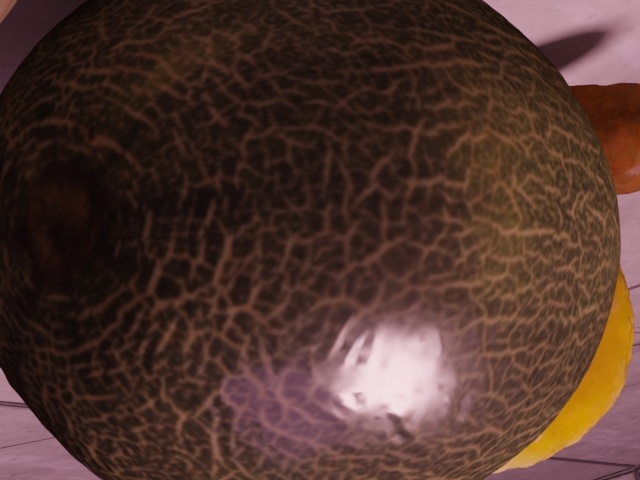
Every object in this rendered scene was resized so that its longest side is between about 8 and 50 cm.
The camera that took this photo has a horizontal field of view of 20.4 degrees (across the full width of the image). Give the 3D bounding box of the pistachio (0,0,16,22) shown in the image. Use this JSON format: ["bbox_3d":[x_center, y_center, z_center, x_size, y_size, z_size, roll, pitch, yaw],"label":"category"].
[{"bbox_3d":[-0.155,-0.084,0.512,0.124,0.124,0.185,0,161,-43],"label":"pistachio"}]

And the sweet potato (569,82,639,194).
[{"bbox_3d":[0.035,-0.016,0.984,0.354,0.095,0.106,-27,116,29],"label":"sweet potato"}]

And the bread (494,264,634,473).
[{"bbox_3d":[0.096,0.056,1.134,0.197,0.197,0.170,-11,170,-17],"label":"bread"}]

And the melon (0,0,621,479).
[{"bbox_3d":[0.000,0.000,0.735,0.237,0.237,0.301,-26,163,33],"label":"melon"}]
